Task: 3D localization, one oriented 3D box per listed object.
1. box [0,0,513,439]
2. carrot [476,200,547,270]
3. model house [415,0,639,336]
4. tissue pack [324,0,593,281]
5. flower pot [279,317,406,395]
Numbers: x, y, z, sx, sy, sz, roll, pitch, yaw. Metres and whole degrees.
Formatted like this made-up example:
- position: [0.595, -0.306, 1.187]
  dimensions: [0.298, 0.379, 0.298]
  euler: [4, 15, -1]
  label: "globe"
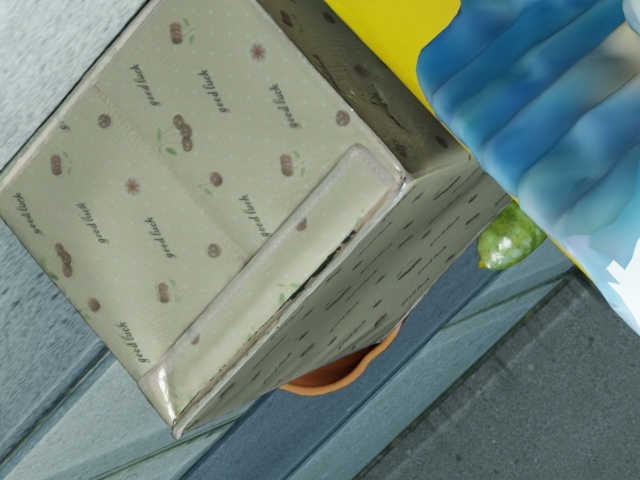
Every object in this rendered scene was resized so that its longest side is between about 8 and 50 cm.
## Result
- position: [-0.013, -0.047, 1.212]
  dimensions: [0.225, 0.190, 0.297]
  euler: [-47, 168, 24]
  label: "box"
- position: [0.198, -0.116, 1.405]
  dimensions: [0.358, 0.074, 0.074]
  euler: [-56, 176, -25]
  label: "carrot"
- position: [0.185, -0.176, 0.724]
  dimensions: [0.395, 0.445, 0.400]
  euler: [-42, 168, 10]
  label: "model house"
- position: [0.205, -0.148, 1.059]
  dimensions: [0.293, 0.382, 0.228]
  euler: [-48, 168, 28]
  label: "tissue pack"
- position: [0.000, 0.000, 1.497]
  dimensions: [0.190, 0.190, 0.173]
  euler: [-47, 179, 28]
  label: "flower pot"
